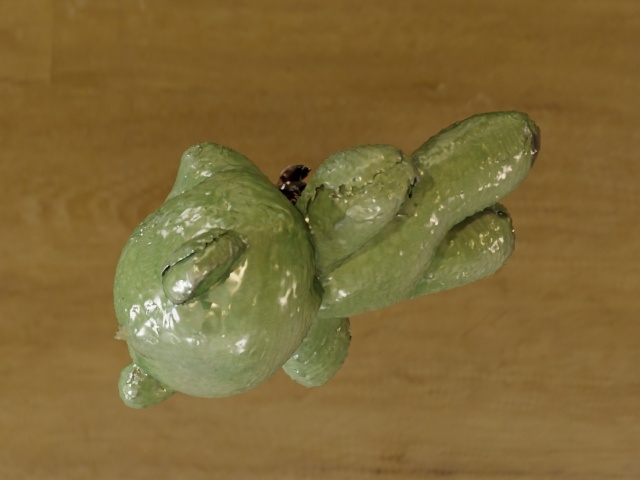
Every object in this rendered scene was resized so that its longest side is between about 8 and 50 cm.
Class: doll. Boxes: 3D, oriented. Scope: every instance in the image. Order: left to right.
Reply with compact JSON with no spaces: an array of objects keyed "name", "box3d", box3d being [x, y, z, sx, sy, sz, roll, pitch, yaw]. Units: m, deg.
[{"name":"doll","box3d":[0.000,0.000,0.584,0.150,0.115,0.077,-17,61,-28]}]
